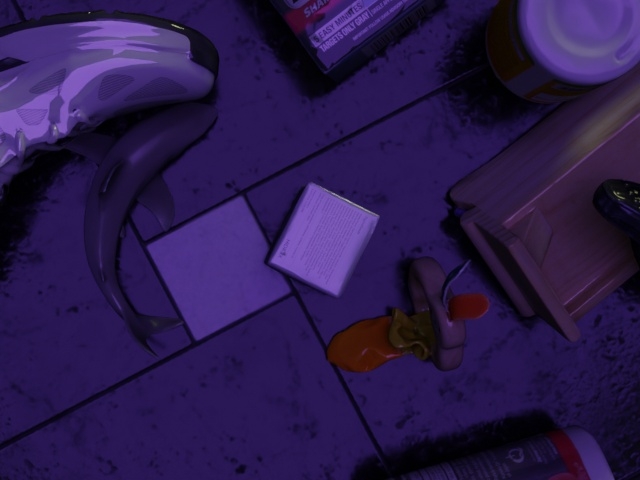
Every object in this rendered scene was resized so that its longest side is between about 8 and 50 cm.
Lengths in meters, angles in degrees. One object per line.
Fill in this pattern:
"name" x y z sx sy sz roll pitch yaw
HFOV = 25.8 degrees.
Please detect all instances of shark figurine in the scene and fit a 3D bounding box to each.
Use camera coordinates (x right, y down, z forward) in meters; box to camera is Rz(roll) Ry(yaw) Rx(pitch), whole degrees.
"shark figurine" -0.213 -0.023 1.478 0.166 0.116 0.278 9 87 -3

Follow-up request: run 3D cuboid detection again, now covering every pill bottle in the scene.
"pill bottle" 0.247 -0.214 1.444 0.136 0.246 0.136 0 89 -5
"pill bottle" 0.151 0.319 1.466 0.319 0.176 0.176 -16 90 -4

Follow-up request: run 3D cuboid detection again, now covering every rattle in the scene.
"rattle" 0.086 0.080 1.451 0.143 0.200 0.130 3 89 -4

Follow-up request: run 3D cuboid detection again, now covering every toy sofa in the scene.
"toy sofa" 0.332 -0.074 1.515 0.362 0.177 0.150 -39 117 -4

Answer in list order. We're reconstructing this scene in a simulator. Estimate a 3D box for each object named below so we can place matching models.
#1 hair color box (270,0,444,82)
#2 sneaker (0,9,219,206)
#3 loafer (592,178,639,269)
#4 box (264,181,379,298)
"hair color box" -0.027 -0.372 1.462 0.185 0.113 0.374 -37 86 7
"sneaker" -0.315 -0.076 1.417 0.448 0.169 0.257 -7 77 0
"loafer" 0.350 0.011 1.410 0.223 0.076 0.078 29 119 -30
"box" 0.000 0.000 1.496 0.087 0.101 0.102 28 87 -4
